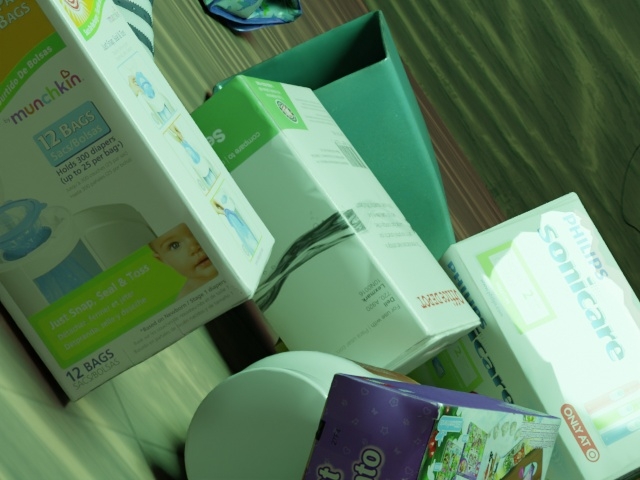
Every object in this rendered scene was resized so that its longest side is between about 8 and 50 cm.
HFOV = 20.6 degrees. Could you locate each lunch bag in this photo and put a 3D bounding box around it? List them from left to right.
[{"bbox_3d":[-0.085,-0.295,1.842,0.129,0.096,0.151,62,21,15],"label":"lunch bag"}]

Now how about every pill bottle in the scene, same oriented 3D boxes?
[{"bbox_3d":[0.002,0.127,1.020,0.121,0.121,0.216,62,11,16],"label":"pill bottle"}]

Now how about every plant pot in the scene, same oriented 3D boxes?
[{"bbox_3d":[0.030,-0.047,1.529,0.234,0.166,0.165,62,9,-20],"label":"plant pot"}]

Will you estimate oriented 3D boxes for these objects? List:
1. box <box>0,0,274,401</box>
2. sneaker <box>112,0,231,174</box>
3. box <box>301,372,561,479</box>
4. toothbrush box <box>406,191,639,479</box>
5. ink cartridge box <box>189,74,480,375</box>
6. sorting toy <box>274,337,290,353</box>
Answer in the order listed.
[{"bbox_3d":[-0.129,-0.041,0.894,0.203,0.114,0.103,57,12,-10],"label":"box"},{"bbox_3d":[-0.127,-0.097,1.091,0.153,0.099,0.282,50,20,-19],"label":"sneaker"},{"bbox_3d":[0.046,0.177,0.910,0.057,0.201,0.293,15,-2,20],"label":"box"},{"bbox_3d":[0.156,0.121,1.389,0.206,0.122,0.283,62,-24,13],"label":"toothbrush box"},{"bbox_3d":[0.000,0.000,1.219,0.219,0.092,0.160,55,14,10],"label":"ink cartridge box"},{"bbox_3d":[0.031,0.151,1.275,0.274,0.046,0.132,50,14,-30],"label":"sorting toy"}]
